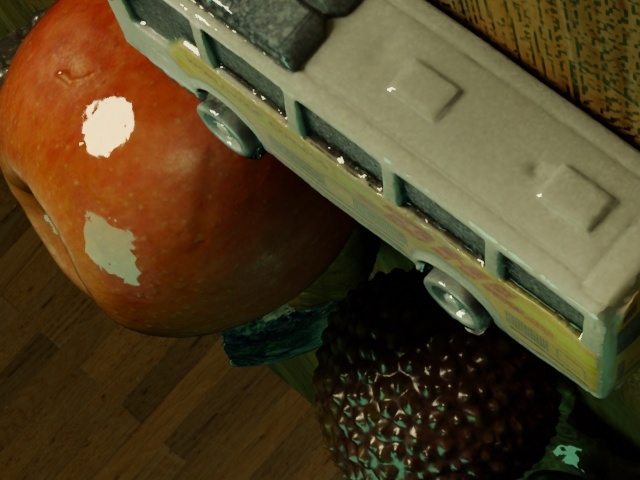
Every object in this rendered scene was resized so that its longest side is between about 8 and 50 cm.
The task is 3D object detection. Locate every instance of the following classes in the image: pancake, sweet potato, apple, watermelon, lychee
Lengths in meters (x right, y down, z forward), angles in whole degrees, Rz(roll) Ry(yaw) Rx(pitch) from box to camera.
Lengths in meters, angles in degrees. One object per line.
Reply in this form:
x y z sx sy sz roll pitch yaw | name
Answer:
0.151 0.174 1.379 0.235 0.029 0.212 39 135 -20 | pancake
0.000 0.000 1.344 0.097 0.097 0.252 41 168 6 | sweet potato
-0.097 -0.055 1.118 0.251 0.206 0.272 51 170 -29 | apple
-0.084 0.013 1.658 0.226 0.148 0.318 44 174 45 | watermelon
0.079 0.104 1.223 0.188 0.188 0.188 41 172 7 | lychee

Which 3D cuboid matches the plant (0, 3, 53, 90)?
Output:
-0.223 -0.122 1.615 0.129 0.132 0.194 39 167 42 | plant

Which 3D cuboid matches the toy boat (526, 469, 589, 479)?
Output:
0.204 0.257 1.361 0.077 0.075 0.185 1 127 11 | toy boat

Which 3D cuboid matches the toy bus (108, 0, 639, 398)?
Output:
0.033 -0.060 0.847 0.342 0.097 0.138 39 169 20 | toy bus
